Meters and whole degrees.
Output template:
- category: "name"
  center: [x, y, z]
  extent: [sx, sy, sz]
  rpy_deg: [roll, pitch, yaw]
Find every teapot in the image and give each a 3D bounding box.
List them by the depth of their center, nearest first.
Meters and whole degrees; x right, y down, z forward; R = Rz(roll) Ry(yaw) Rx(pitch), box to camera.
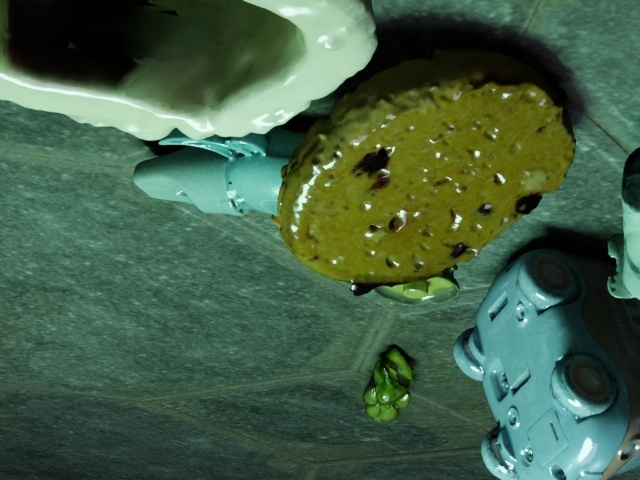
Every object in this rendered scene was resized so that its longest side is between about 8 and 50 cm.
- category: "teapot"
  center: [0.102, -0.003, 1.356]
  extent: [0.130, 0.119, 0.166]
  rpy_deg: [-2, 155, 16]

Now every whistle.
- category: "whistle"
  center: [-0.064, -0.067, 1.289]
  extent: [0.274, 0.093, 0.186]
  rpy_deg: [-1, 160, 23]

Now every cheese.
- category: "cheese"
  center: [-0.125, -0.201, 0.905]
  extent: [0.332, 0.153, 0.292]
  rpy_deg: [13, 156, -12]

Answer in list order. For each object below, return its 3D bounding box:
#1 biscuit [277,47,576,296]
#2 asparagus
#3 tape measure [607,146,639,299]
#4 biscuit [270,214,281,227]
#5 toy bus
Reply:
- category: "biscuit"
  center: [0.094, -0.066, 1.174]
  extent: [0.296, 0.075, 0.296]
  rpy_deg: [-15, 143, -11]
- category: "asparagus"
  center: [0.108, 0.242, 1.993]
  extent: [0.080, 0.080, 0.287]
  rpy_deg: [8, 158, -5]
- category: "tape measure"
  center: [0.414, -0.024, 1.205]
  extent: [0.275, 0.147, 0.256]
  rpy_deg: [4, 155, 15]
- category: "biscuit"
  center: [0.000, 0.000, 1.352]
  extent: [0.102, 0.019, 0.130]
  rpy_deg: [29, 176, -30]
- category: "toy bus"
  center: [0.314, 0.153, 1.477]
  extent: [0.231, 0.294, 0.197]
  rpy_deg: [3, 143, -24]
